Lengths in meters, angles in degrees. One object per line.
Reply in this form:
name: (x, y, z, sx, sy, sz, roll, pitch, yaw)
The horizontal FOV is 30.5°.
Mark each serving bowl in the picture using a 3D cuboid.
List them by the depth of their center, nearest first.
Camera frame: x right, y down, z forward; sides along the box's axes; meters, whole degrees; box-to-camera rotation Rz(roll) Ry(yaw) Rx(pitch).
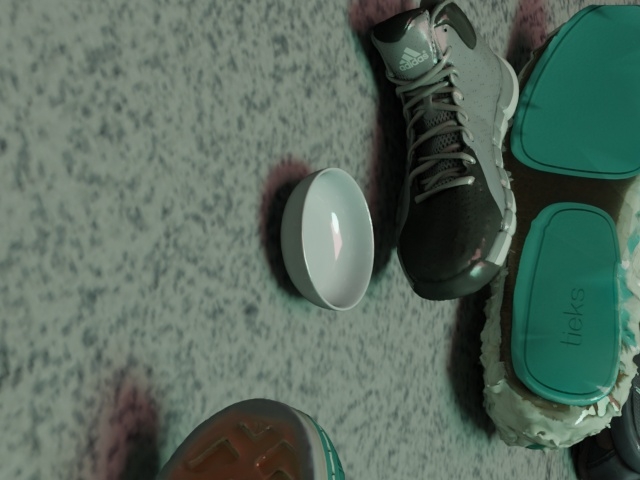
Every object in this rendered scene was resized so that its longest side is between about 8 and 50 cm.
serving bowl: (0.000, 0.000, 0.681, 0.083, 0.027, 0.083, 13, 75, -59)

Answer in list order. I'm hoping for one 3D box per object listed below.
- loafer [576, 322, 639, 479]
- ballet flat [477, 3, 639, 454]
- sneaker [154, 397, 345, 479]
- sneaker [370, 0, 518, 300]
loafer: (0.294, 0.098, 1.136, 0.109, 0.095, 0.302, 32, 49, -18)
ballet flat: (0.199, -0.013, 0.957, 0.147, 0.147, 0.409, 52, 47, -43)
sneaker: (-0.032, 0.225, 0.530, 0.121, 0.108, 0.302, 23, 74, -57)
sneaker: (0.068, -0.078, 0.769, 0.132, 0.086, 0.229, 52, 34, -36)
